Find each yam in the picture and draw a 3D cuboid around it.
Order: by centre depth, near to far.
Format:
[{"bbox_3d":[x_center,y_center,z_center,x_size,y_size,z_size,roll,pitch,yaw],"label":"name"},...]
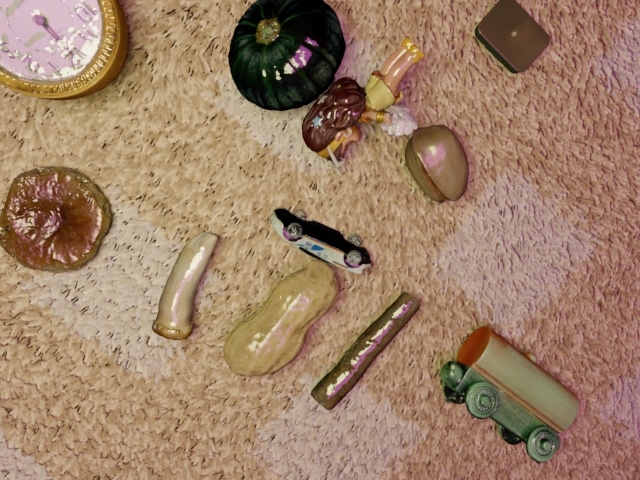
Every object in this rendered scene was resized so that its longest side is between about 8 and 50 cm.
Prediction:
[{"bbox_3d":[0.089,0.211,0.846,0.061,0.061,0.274,41,90,-7],"label":"yam"}]

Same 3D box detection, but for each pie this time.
[{"bbox_3d":[-0.468,-0.034,0.780,0.195,0.046,0.195,-1,96,-6],"label":"pie"}]

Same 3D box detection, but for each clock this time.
[{"bbox_3d":[-0.453,-0.371,0.681,0.244,0.200,0.317,-43,106,4],"label":"clock"}]

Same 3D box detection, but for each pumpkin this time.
[{"bbox_3d":[-0.060,-0.314,0.725,0.202,0.140,0.201,-4,78,19],"label":"pumpkin"}]

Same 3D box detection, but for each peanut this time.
[{"bbox_3d":[-0.064,0.148,0.801,0.257,0.123,0.123,-44,98,-3],"label":"peanut"}]

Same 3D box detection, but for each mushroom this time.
[{"bbox_3d":[-0.244,0.081,0.797,0.071,0.084,0.209,20,91,-27],"label":"mushroom"}]

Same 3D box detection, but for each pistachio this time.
[{"bbox_3d":[0.213,-0.138,0.796,0.113,0.113,0.149,-27,96,-2],"label":"pistachio"}]

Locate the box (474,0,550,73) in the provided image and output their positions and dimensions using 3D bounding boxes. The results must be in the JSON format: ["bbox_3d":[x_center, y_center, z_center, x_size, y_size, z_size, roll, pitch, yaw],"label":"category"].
[{"bbox_3d":[0.357,-0.383,0.821,0.126,0.031,0.091,40,91,-7],"label":"box"}]

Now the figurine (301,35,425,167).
[{"bbox_3d":[0.074,-0.230,0.743,0.240,0.174,0.116,-32,123,19],"label":"figurine"}]

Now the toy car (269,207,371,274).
[{"bbox_3d":[0.000,0.000,0.801,0.205,0.095,0.056,23,112,-6],"label":"toy car"}]

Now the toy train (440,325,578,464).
[{"bbox_3d":[0.374,0.296,0.859,0.285,0.116,0.177,37,80,-7],"label":"toy train"}]
